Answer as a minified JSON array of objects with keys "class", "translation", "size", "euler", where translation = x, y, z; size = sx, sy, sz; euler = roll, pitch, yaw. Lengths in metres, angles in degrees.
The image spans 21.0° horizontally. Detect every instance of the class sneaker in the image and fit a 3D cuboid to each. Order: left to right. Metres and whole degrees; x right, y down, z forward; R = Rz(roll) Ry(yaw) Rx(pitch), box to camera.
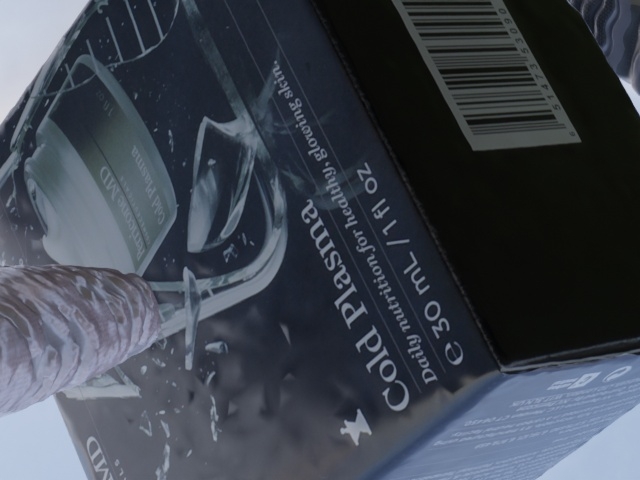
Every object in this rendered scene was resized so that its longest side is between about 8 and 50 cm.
[{"class":"sneaker","translation":[0.298,-0.191,1.538],"size":[0.115,0.105,0.281],"euler":[-11,-130,-34]}]

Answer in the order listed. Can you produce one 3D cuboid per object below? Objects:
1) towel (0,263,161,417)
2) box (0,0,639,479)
[{"class":"towel","translation":[-0.241,0.043,0.616],"size":[0.317,0.332,0.053],"euler":[-3,-88,7]},{"class":"box","translation":[0.000,0.000,1.407],"size":[0.297,0.472,0.479],"euler":[-7,-118,-41]}]
